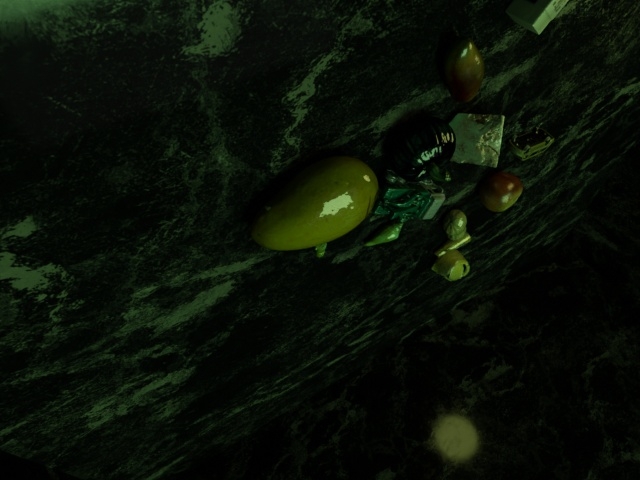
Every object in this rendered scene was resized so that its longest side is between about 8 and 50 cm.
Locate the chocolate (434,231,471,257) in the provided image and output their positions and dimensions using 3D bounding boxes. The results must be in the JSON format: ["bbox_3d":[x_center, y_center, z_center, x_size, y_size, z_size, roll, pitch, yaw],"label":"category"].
[{"bbox_3d":[0.756,0.025,2.513,0.219,0.085,0.085,-34,149,1],"label":"chocolate"}]

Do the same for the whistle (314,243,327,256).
[{"bbox_3d":[0.000,0.000,1.747,0.104,0.057,0.198,-41,161,-25],"label":"whistle"}]

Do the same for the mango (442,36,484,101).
[{"bbox_3d":[0.464,-0.556,1.413,0.133,0.111,0.267,-26,152,12],"label":"mango"}]

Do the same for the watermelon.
[{"bbox_3d":[0.601,-0.384,1.695,0.310,0.232,0.193,-1,101,-22],"label":"watermelon"}]

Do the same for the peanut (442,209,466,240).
[{"bbox_3d":[0.704,-0.072,2.295,0.124,0.123,0.256,-36,153,-3],"label":"peanut"}]

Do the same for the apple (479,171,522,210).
[{"bbox_3d":[0.906,-0.249,2.212,0.210,0.173,0.235,-45,157,4],"label":"apple"}]

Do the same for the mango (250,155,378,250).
[{"bbox_3d":[-0.021,-0.106,1.423,0.445,0.220,0.301,-29,150,-8],"label":"mango"}]

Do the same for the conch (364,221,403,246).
[{"bbox_3d":[0.295,-0.026,1.982,0.201,0.079,0.095,-27,165,16],"label":"conch"}]

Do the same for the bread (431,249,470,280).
[{"bbox_3d":[0.772,0.148,2.599,0.197,0.170,0.197,-16,134,-18],"label":"bread"}]

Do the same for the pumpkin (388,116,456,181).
[{"bbox_3d":[0.373,-0.297,1.539,0.248,0.248,0.248,-26,147,-18],"label":"pumpkin"}]

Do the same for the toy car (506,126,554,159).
[{"bbox_3d":[0.992,-0.451,2.092,0.257,0.101,0.124,-23,149,-25],"label":"toy car"}]

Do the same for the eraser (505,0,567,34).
[{"bbox_3d":[0.720,-0.796,1.342,0.081,0.124,0.279,6,129,-48],"label":"eraser"}]

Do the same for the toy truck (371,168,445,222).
[{"bbox_3d":[0.341,-0.165,1.751,0.364,0.178,0.176,-9,139,-42],"label":"toy truck"}]
